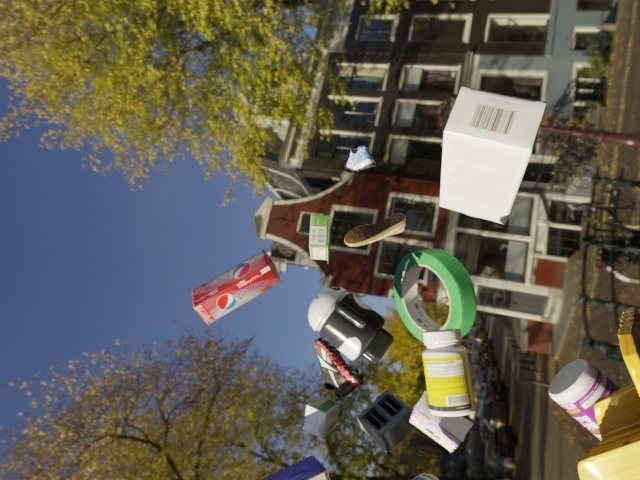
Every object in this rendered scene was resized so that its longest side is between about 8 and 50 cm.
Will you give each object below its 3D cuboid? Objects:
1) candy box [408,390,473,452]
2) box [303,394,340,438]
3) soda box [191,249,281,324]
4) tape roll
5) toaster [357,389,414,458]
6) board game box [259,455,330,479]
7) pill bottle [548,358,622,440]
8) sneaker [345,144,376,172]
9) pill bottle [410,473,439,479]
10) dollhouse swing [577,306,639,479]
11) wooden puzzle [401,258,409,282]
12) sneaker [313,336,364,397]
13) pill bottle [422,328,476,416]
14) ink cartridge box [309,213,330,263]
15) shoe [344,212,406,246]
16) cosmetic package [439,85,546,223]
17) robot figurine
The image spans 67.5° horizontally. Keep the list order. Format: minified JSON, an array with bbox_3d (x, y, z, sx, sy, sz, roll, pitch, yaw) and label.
[{"bbox_3d":[0.369,0.566,1.492,0.070,0.165,0.196,-49,-24,-23],"label":"candy box"},{"bbox_3d":[0.005,0.630,1.715,0.101,0.087,0.102,-9,-71,-58],"label":"box"},{"bbox_3d":[-0.257,0.140,1.457,0.083,0.263,0.092,60,-179,-35],"label":"soda box"},{"bbox_3d":[0.378,0.190,1.619,0.077,0.321,0.321,-11,-66,-31],"label":"tape roll"},{"bbox_3d":[0.254,0.692,1.834,0.168,0.186,0.110,-36,-56,-20],"label":"toaster"},{"bbox_3d":[-0.063,0.893,1.532,0.141,0.232,0.291,163,90,-71],"label":"board game box"},{"bbox_3d":[0.894,0.532,1.503,0.169,0.301,0.169,-47,-9,-10],"label":"pill bottle"},{"bbox_3d":[0.138,-0.290,1.709,0.211,0.080,0.081,-174,65,-73],"label":"sneaker"},{"bbox_3d":[0.236,0.682,1.224,0.187,0.112,0.112,2,-83,-46],"label":"pill bottle"},{"bbox_3d":[0.695,0.384,1.146,0.315,0.305,0.347,-42,-16,33],"label":"dollhouse swing"},{"bbox_3d":[0.271,0.093,1.528,0.049,0.006,0.083,90,-158,-53],"label":"wooden puzzle"},{"bbox_3d":[0.039,0.477,1.793,0.135,0.276,0.098,-50,-46,2],"label":"sneaker"},{"bbox_3d":[0.329,0.338,1.243,0.119,0.119,0.208,26,-123,-72],"label":"pill bottle"},{"bbox_3d":[0.000,0.000,1.568,0.209,0.062,0.109,84,-170,-74],"label":"ink cartridge box"},{"bbox_3d":[0.183,-0.022,1.566,0.058,0.219,0.076,76,169,-45],"label":"shoe"},{"bbox_3d":[0.494,-0.234,1.432,0.161,0.230,0.453,-66,-19,-17],"label":"cosmetic package"},{"bbox_3d":[0.094,0.265,1.523,0.173,0.278,0.209,-37,-21,-55],"label":"robot figurine"}]
